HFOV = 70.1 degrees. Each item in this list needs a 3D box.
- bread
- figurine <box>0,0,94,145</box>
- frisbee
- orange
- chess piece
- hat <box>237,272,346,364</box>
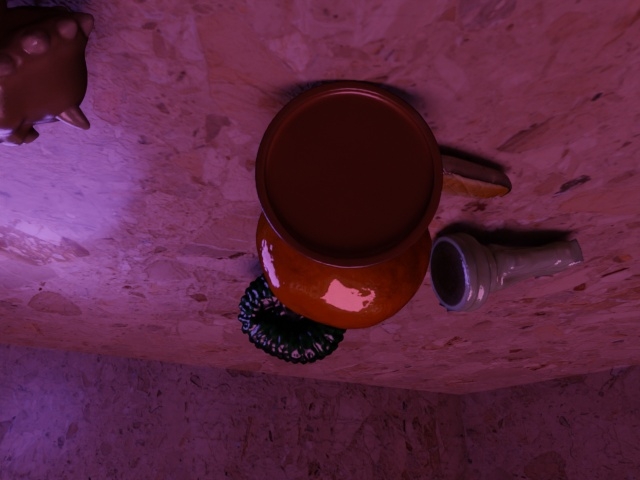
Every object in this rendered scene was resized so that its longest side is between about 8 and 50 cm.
[{"bbox_3d":[0.221,-0.110,0.753,0.214,0.053,0.073,8,157,-19],"label":"bread"},{"bbox_3d":[-0.318,-0.221,0.447,0.173,0.247,0.177,-23,-160,-39],"label":"figurine"},{"bbox_3d":[0.038,-0.088,0.607,0.250,0.251,0.021,3,175,-3],"label":"frisbee"},{"bbox_3d":[0.036,0.002,0.738,0.283,0.284,0.226,9,136,-15],"label":"orange"},{"bbox_3d":[0.405,0.055,1.002,0.298,0.176,0.176,-6,155,-14],"label":"chess piece"},{"bbox_3d":[-0.062,0.185,1.227,0.274,0.242,0.332,24,177,3],"label":"hat"}]
